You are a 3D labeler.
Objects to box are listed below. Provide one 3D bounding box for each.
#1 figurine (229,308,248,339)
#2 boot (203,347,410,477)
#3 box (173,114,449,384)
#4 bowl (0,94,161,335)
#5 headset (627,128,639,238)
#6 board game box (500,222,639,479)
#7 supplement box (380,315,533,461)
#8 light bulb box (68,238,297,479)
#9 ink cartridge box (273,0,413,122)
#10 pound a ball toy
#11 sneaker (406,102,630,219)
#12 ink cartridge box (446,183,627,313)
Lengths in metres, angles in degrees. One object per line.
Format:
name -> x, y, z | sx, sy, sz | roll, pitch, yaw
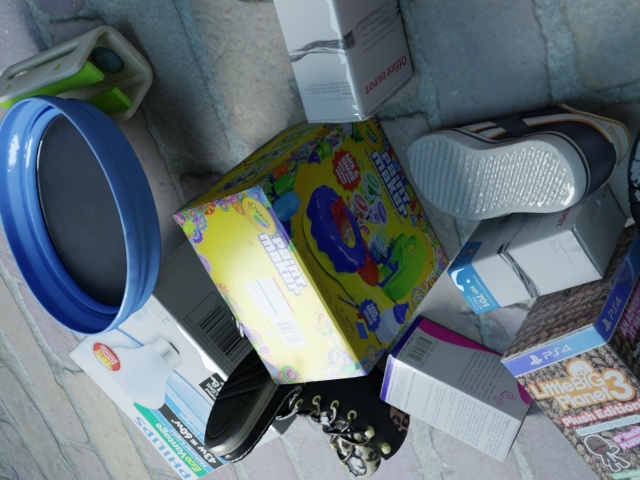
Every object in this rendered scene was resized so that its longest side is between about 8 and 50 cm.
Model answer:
figurine -> -0.104, 0.017, 1.273 | 0.092, 0.215, 0.209 | 3, 125, 27
boot -> -0.002, 0.271, 1.276 | 0.138, 0.377, 0.284 | -28, 107, 35
box -> 0.000, 0.000, 1.132 | 0.177, 0.279, 0.290 | -15, 112, 41
bowl -> -0.397, -0.040, 1.286 | 0.391, 0.077, 0.391 | 17, 117, 39
headset -> 0.471, 0.011, 0.864 | 0.243, 0.185, 0.394 | -8, 104, 40
board game box -> 0.403, 0.168, 0.994 | 0.291, 0.232, 0.141 | 50, 136, -4
supplement box -> 0.221, 0.232, 1.259 | 0.220, 0.111, 0.114 | 24, 132, 21
light bulb box -> -0.223, 0.216, 1.490 | 0.358, 0.225, 0.361 | 48, 134, -3
ink cartridge box -> 0.029, -0.276, 0.996 | 0.092, 0.158, 0.218 | 0, 120, 34
pound a ball toy -> -0.419, -0.243, 1.391 | 0.319, 0.136, 0.208 | -7, 141, 39
sneaker -> 0.244, -0.098, 1.008 | 0.321, 0.127, 0.126 | 13, 126, 60
ink cartridge box -> 0.280, 0.007, 1.031 | 0.190, 0.139, 0.082 | -22, 108, 44
